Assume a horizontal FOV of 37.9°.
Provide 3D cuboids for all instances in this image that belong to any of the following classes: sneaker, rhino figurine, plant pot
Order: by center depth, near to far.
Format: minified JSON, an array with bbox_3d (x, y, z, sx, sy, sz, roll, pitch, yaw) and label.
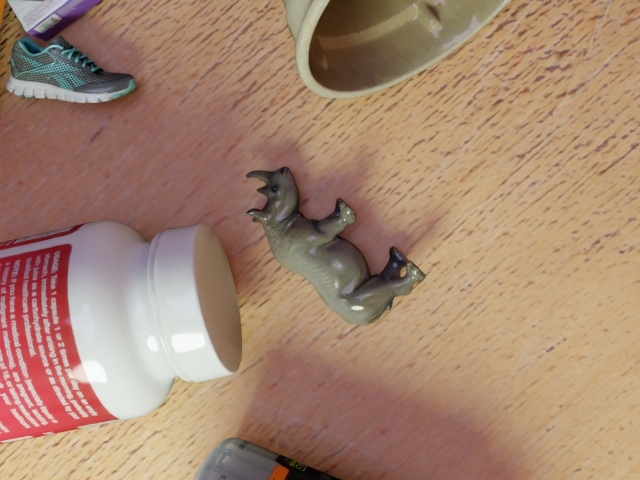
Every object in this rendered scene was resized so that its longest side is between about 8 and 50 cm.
[{"bbox_3d":[0.039,-0.375,0.995,0.334,0.334,0.305,-36,73,7],"label":"plant pot"},{"bbox_3d":[0.000,0.000,1.097,0.243,0.073,0.106,42,92,8],"label":"rhino figurine"},{"bbox_3d":[-0.309,-0.211,1.141,0.167,0.065,0.076,6,113,7],"label":"sneaker"}]

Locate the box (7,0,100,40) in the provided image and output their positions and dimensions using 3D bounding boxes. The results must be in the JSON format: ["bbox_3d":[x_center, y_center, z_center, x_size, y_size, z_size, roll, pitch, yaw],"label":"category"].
[{"bbox_3d":[-0.287,-0.414,1.152,0.293,0.057,0.201,-33,84,7],"label":"box"}]

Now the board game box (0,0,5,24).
[{"bbox_3d":[-0.588,-0.329,0.994,0.357,0.356,0.356,21,106,14],"label":"board game box"}]

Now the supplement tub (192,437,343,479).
[{"bbox_3d":[0.007,0.370,1.023,0.338,0.207,0.207,20,92,8],"label":"supplement tub"}]

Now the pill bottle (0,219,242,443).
[{"bbox_3d":[-0.308,0.105,1.063,0.408,0.229,0.229,-12,87,9],"label":"pill bottle"}]
